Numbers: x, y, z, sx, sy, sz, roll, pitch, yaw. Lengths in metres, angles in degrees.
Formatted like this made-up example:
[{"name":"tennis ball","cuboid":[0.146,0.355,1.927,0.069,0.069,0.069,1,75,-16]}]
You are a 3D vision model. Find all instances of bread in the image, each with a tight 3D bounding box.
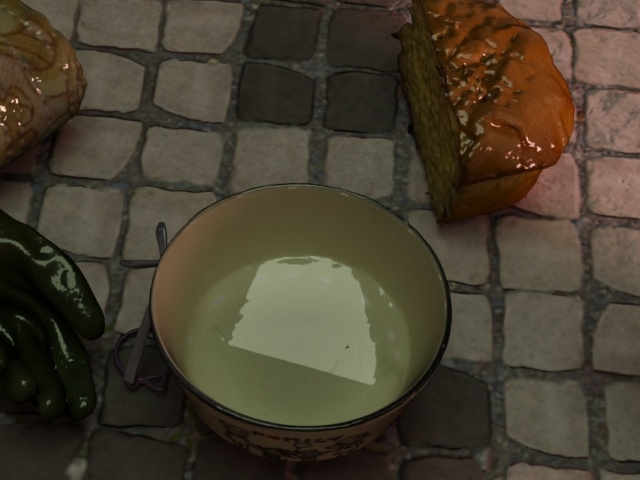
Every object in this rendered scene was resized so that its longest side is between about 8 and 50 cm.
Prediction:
[{"name":"bread","cuboid":[0.150,-0.126,1.329,0.139,0.143,0.229,0,56,-17]}]

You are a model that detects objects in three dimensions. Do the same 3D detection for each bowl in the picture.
[{"name":"bowl","cuboid":[-0.017,0.079,1.166,0.238,0.126,0.238,1,54,-2]}]

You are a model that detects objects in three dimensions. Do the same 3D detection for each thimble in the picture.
[{"name":"thimble","cuboid":[-0.321,-0.144,1.307,0.190,0.137,0.143,28,56,30]}]

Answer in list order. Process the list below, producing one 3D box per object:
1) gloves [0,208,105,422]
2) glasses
[{"name":"gloves","cuboid":[-0.268,0.041,1.190,0.135,0.107,0.268,-35,72,-2]},{"name":"glasses","cuboid":[-0.126,0.043,1.200,0.062,0.104,0.140,25,53,17]}]
